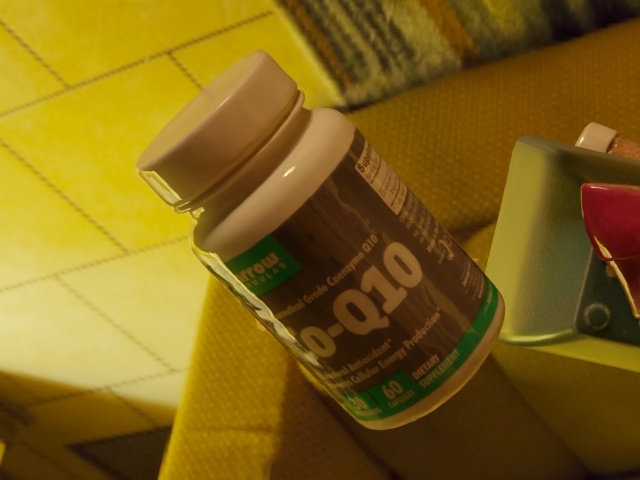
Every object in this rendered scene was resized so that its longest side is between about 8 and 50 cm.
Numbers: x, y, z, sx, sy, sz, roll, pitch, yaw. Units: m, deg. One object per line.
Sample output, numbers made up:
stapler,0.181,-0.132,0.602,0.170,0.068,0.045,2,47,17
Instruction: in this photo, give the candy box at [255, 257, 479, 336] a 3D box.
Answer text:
candy box,0.070,0.084,1.890,0.316,0.087,0.183,-10,-173,-18

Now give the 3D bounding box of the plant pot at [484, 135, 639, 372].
plant pot,0.330,0.027,1.333,0.247,0.248,0.252,12,-176,-3

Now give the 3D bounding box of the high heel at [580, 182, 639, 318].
high heel,0.333,-0.037,0.966,0.244,0.082,0.117,-24,92,11

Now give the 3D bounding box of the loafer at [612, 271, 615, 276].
loafer,0.436,0.041,1.707,0.050,0.056,0.148,8,149,14

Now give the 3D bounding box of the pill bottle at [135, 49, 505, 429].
pill bottle,0.000,0.000,1.211,0.204,0.204,0.361,-29,111,40

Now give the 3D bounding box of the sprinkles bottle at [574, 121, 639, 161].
sprinkles bottle,0.567,-0.068,1.930,0.355,0.121,0.121,26,148,17
